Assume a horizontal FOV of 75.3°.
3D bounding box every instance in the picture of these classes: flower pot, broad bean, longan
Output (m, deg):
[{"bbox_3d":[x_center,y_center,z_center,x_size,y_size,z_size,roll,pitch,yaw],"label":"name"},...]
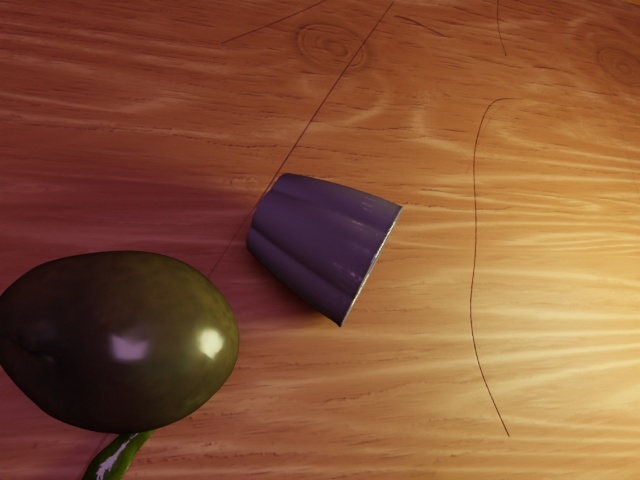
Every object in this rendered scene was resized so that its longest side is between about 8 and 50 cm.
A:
[{"bbox_3d":[0.000,0.000,0.821,0.243,0.265,0.265,27,61,11],"label":"flower pot"},{"bbox_3d":[-0.339,0.372,0.645,0.060,0.043,0.298,38,60,-10],"label":"broad bean"},{"bbox_3d":[-0.300,0.148,0.632,0.349,0.288,0.289,13,63,-2],"label":"longan"}]
